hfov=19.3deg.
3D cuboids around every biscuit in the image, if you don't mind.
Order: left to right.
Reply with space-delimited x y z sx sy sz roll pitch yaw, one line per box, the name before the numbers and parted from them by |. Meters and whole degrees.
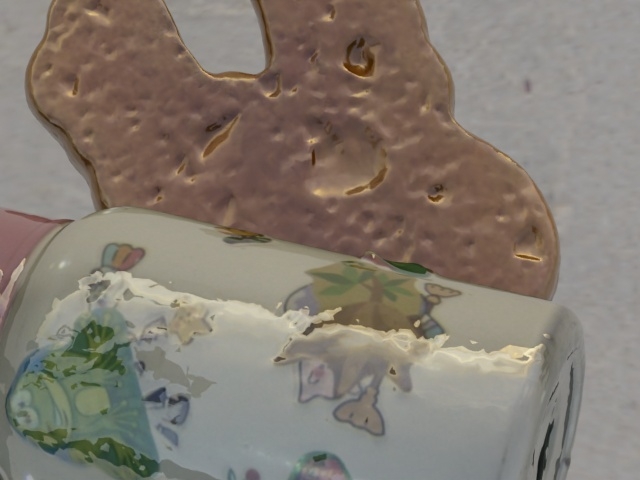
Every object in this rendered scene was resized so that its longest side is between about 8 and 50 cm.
biscuit | 0.000 0.001 0.775 0.186 0.044 0.295 -21 75 -3

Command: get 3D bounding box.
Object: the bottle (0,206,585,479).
bottle | -0.045 0.053 0.642 0.253 0.120 0.120 12 83 16
